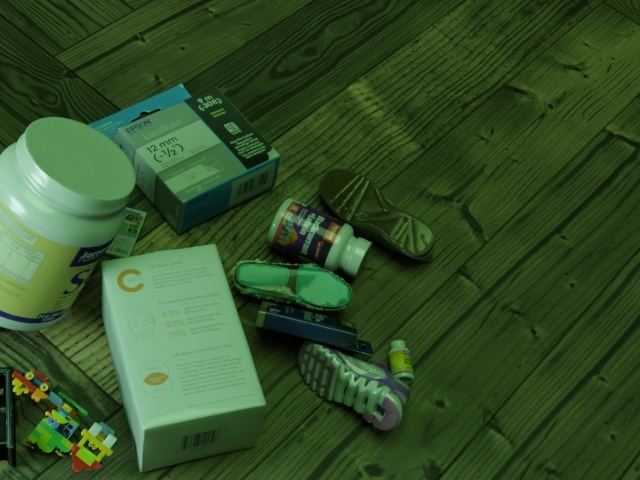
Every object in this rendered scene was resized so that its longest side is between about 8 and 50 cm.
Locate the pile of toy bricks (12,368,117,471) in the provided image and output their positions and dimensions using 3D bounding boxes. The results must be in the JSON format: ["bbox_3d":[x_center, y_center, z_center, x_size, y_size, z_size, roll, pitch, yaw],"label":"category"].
[{"bbox_3d":[-0.454,0.316,1.842,0.212,0.118,0.105,39,82,-2],"label":"pile of toy bricks"}]

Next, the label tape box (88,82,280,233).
[{"bbox_3d":[-0.289,-0.208,2.264,0.249,0.115,0.348,-28,65,-29],"label":"label tape box"}]

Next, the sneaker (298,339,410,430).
[{"bbox_3d":[0.068,0.254,2.001,0.236,0.095,0.104,31,35,21],"label":"sneaker"}]

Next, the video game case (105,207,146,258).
[{"bbox_3d":[-0.406,-0.019,2.156,0.087,0.011,0.122,15,51,0],"label":"video game case"}]

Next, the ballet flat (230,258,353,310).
[{"bbox_3d":[-0.056,0.085,2.108,0.240,0.077,0.091,14,77,-2],"label":"ballet flat"}]

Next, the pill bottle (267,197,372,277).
[{"bbox_3d":[0.000,0.000,2.166,0.193,0.108,0.108,25,52,7],"label":"pill bottle"}]

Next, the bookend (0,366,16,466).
[{"bbox_3d":[-0.596,0.302,1.825,0.157,0.072,0.156,-2,53,-13],"label":"bookend"}]

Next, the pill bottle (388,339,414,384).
[{"bbox_3d":[0.152,0.233,2.060,0.043,0.043,0.083,1,53,-11],"label":"pill bottle"}]

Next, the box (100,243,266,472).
[{"bbox_3d":[-0.252,0.202,1.917,0.214,0.168,0.345,-9,56,-18],"label":"box"}]

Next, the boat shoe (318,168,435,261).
[{"bbox_3d":[0.115,-0.045,2.253,0.285,0.089,0.104,39,81,21],"label":"boat shoe"}]

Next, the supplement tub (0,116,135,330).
[{"bbox_3d":[-0.490,-0.028,1.904,0.241,0.331,0.241,27,33,-19],"label":"supplement tub"}]

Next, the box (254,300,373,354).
[{"bbox_3d":[-0.008,0.163,2.032,0.225,0.136,0.037,15,95,-2],"label":"box"}]
